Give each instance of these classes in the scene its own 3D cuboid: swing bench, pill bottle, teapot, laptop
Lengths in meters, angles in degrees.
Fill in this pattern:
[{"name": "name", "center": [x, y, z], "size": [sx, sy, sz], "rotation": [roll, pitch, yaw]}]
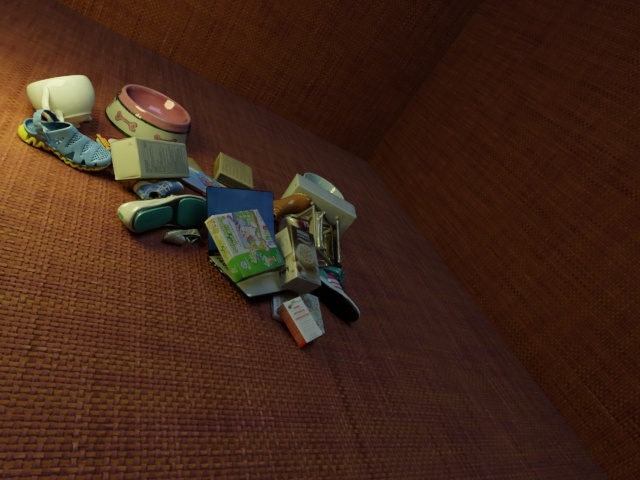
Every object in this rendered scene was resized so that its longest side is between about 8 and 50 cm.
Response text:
[{"name": "swing bench", "center": [0.000, 0.000, 1.965], "size": [0.254, 0.165, 0.254], "rotation": [26, 49, -40]}, {"name": "pill bottle", "center": [-0.102, -0.063, 2.132], "size": [0.121, 0.121, 0.221], "rotation": [46, 26, 19]}, {"name": "teapot", "center": [-1.014, -0.541, 1.690], "size": [0.252, 0.187, 0.256], "rotation": [4, 25, 40]}, {"name": "laptop", "center": [-0.235, -0.003, 1.695], "size": [0.407, 0.237, 0.381], "rotation": [39, 23, 28]}]

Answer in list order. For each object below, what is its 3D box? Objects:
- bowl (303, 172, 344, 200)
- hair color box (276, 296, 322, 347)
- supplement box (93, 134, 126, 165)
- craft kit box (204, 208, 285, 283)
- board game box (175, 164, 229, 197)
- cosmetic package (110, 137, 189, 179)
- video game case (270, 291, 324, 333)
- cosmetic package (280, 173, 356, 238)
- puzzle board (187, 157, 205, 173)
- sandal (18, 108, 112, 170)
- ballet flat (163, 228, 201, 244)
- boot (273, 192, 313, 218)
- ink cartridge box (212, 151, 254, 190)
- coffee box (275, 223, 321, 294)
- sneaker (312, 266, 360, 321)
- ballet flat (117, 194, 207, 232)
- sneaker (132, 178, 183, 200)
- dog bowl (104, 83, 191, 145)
[{"name": "bowl", "center": [-0.016, -0.257, 2.548], "size": [0.289, 0.156, 0.290], "rotation": [29, 25, -15]}, {"name": "hair color box", "center": [-0.076, 0.298, 1.557], "size": [0.093, 0.053, 0.167], "rotation": [-15, 68, -49]}, {"name": "supplement box", "center": [-0.824, -0.362, 1.749], "size": [0.104, 0.081, 0.188], "rotation": [47, 26, 23]}, {"name": "craft kit box", "center": [-0.272, 0.012, 1.566], "size": [0.246, 0.060, 0.250], "rotation": [-19, 78, -55]}, {"name": "board game box", "center": [-0.569, -0.274, 1.986], "size": [0.281, 0.027, 0.145], "rotation": [30, 31, -14]}, {"name": "cosmetic package", "center": [-0.678, -0.322, 1.714], "size": [0.129, 0.153, 0.296], "rotation": [-4, 5, 20]}, {"name": "video game case", "center": [-0.094, 0.263, 1.677], "size": [0.226, 0.026, 0.206], "rotation": [25, 27, -24]}, {"name": "cosmetic package", "center": [-0.020, -0.169, 2.321], "size": [0.384, 0.217, 0.156], "rotation": [30, 25, -20]}, {"name": "puzzle board", "center": [-0.641, -0.369, 2.092], "size": [0.128, 0.011, 0.096], "rotation": [47, 27, 22]}, {"name": "sandal", "center": [-0.919, -0.366, 1.542], "size": [0.317, 0.138, 0.126], "rotation": [24, 43, -23]}, {"name": "ballet flat", "center": [-0.508, -0.011, 1.582], "size": [0.052, 0.057, 0.168], "rotation": [53, 28, 11]}, {"name": "boot", "center": [-0.188, -0.158, 2.058], "size": [0.283, 0.109, 0.220], "rotation": [-1, 15, 9]}, {"name": "ink cartridge box", "center": [-0.452, -0.336, 2.190], "size": [0.193, 0.088, 0.235], "rotation": [26, 26, -26]}, {"name": "coffee box", "center": [-0.093, 0.076, 1.709], "size": [0.141, 0.098, 0.247], "rotation": [24, 44, -42]}, {"name": "sneaker", "center": [0.079, 0.222, 1.879], "size": [0.295, 0.124, 0.178], "rotation": [41, 34, 12]}, {"name": "ballet flat", "center": [-0.582, -0.118, 1.606], "size": [0.139, 0.139, 0.400], "rotation": [44, 26, 15]}, {"name": "sneaker", "center": [-0.646, -0.196, 1.711], "size": [0.211, 0.080, 0.081], "rotation": [-15, 61, -49]}, {"name": "dog bowl", "center": [-0.832, -0.616, 2.109], "size": [0.407, 0.150, 0.408], "rotation": [30, 26, -16]}]
